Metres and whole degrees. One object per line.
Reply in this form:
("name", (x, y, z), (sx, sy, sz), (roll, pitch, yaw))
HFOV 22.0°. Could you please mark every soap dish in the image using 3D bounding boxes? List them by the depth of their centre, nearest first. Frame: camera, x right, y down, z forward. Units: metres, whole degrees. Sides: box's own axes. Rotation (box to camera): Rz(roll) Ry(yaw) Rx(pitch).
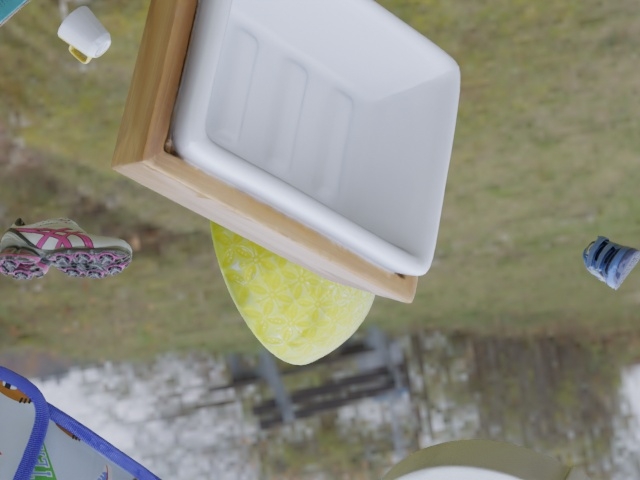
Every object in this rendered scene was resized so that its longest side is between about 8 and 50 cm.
("soap dish", (-0.025, -0.101, 1.314), (0.291, 0.229, 0.118), (28, 152, -37))

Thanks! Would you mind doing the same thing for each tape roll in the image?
("tape roll", (0.217, 0.425, 2.024), (0.392, 0.392, 0.072), (-9, -161, 29))

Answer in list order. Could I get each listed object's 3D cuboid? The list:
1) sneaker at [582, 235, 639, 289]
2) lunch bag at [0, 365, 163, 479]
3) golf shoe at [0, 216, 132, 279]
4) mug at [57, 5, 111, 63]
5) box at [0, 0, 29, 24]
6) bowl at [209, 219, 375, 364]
("sneaker", (0.352, 0.025, 2.017), (0.053, 0.059, 0.144), (-51, 176, -5))
("lunch bag", (-0.360, 0.312, 1.636), (0.239, 0.327, 0.385), (-16, 134, 42))
("golf shoe", (-0.324, 0.001, 2.099), (0.186, 0.086, 0.067), (1, 149, 18))
("mug", (-0.345, -0.303, 2.449), (0.062, 0.064, 0.078), (-46, 170, -9))
("box", (-0.303, -0.263, 1.629), (0.100, 0.060, 0.244), (-32, -165, 40))
("bowl", (0.000, 0.000, 2.103), (0.156, 0.289, 0.289), (-21, 175, 23))
